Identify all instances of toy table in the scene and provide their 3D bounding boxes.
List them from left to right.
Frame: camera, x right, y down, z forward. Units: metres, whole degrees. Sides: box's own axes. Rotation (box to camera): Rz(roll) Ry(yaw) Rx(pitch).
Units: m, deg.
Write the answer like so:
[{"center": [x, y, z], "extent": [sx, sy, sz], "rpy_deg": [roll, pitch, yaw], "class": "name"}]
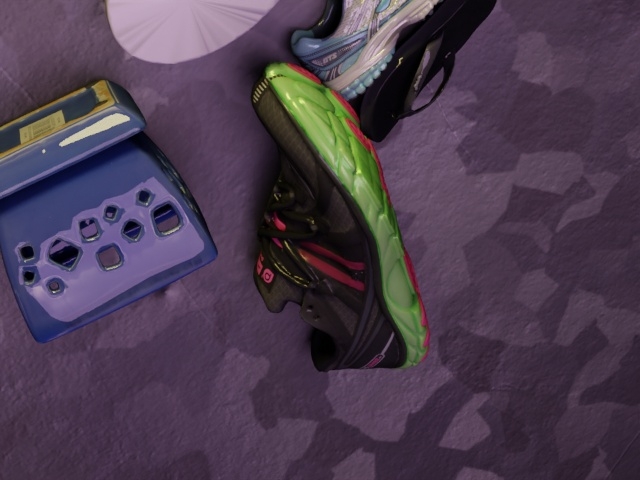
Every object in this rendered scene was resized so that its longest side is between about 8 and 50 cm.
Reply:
[{"center": [-0.137, -0.333, 1.496], "extent": [0.274, 0.161, 0.252], "rpy_deg": [-35, 118, -1], "class": "toy table"}]

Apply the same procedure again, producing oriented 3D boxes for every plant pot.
[{"center": [-0.278, -0.050, 1.534], "extent": [0.236, 0.236, 0.212], "rpy_deg": [-26, 111, -5], "class": "plant pot"}]

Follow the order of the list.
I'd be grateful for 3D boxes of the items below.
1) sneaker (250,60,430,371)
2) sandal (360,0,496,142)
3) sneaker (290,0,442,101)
[{"center": [0.000, 0.000, 1.647], "extent": [0.202, 0.185, 0.482], "rpy_deg": [-17, 123, 4], "class": "sneaker"}, {"center": [0.141, -0.228, 1.661], "extent": [0.254, 0.054, 0.097], "rpy_deg": [-51, 154, 7], "class": "sandal"}, {"center": [0.073, -0.311, 1.602], "extent": [0.122, 0.110, 0.283], "rpy_deg": [33, 99, -23], "class": "sneaker"}]
